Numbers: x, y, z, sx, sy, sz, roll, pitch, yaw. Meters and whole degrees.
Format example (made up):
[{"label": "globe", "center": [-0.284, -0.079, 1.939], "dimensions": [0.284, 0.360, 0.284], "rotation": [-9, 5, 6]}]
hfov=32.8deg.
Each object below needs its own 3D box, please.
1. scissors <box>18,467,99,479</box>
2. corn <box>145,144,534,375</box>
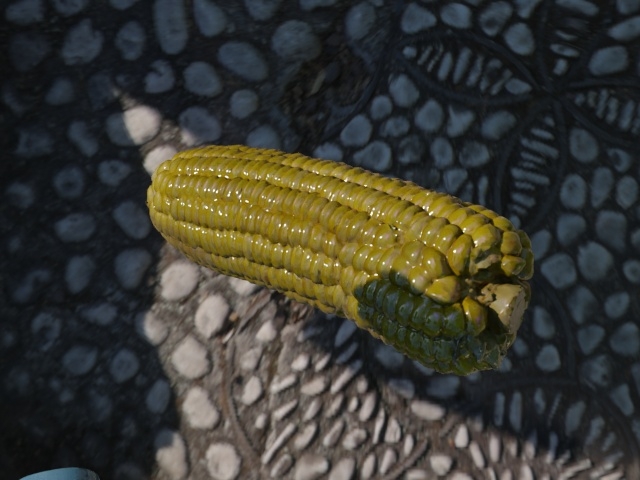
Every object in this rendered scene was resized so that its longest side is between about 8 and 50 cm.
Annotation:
[{"label": "scissors", "center": [-0.352, 0.266, 1.080], "dimensions": [0.256, 0.030, 0.125], "rotation": [2, 142, -22]}, {"label": "corn", "center": [0.000, 0.000, 0.665], "dimensions": [0.292, 0.101, 0.101], "rotation": [17, 108, 41]}]
